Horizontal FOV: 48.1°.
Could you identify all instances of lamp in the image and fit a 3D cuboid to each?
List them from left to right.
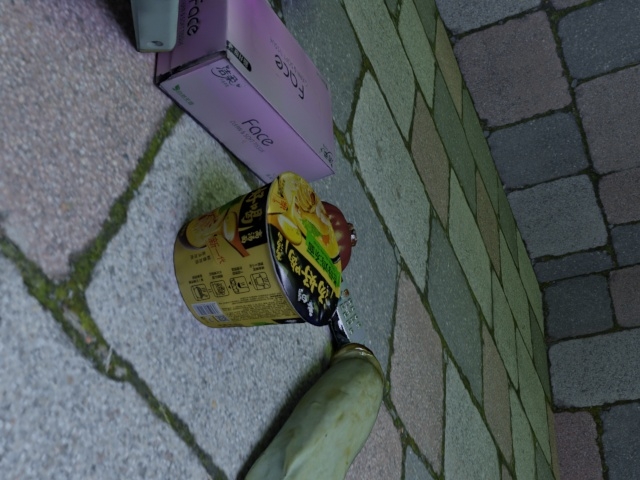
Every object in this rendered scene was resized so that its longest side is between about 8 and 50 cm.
[{"bbox_3d":[0.000,0.000,0.896,0.101,0.090,0.101,170,-90,-79],"label":"lamp"}]

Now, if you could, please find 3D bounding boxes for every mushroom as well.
[{"bbox_3d":[0.009,0.215,0.802,0.100,0.081,0.312,65,25,-9],"label":"mushroom"}]

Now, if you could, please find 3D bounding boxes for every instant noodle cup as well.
[{"bbox_3d":[-0.062,0.019,0.698,0.151,0.122,0.152,-13,90,-70],"label":"instant noodle cup"}]

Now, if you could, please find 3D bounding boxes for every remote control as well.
[{"bbox_3d":[0.027,0.100,0.978,0.065,0.029,0.166,-23,93,-66],"label":"remote control"}]

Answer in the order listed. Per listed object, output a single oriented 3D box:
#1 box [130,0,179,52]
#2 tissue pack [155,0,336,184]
[{"bbox_3d":[-0.151,-0.326,0.626,0.211,0.045,0.270,150,-64,-76],"label":"box"},{"bbox_3d":[-0.075,-0.182,0.823,0.246,0.092,0.149,40,40,-53],"label":"tissue pack"}]
